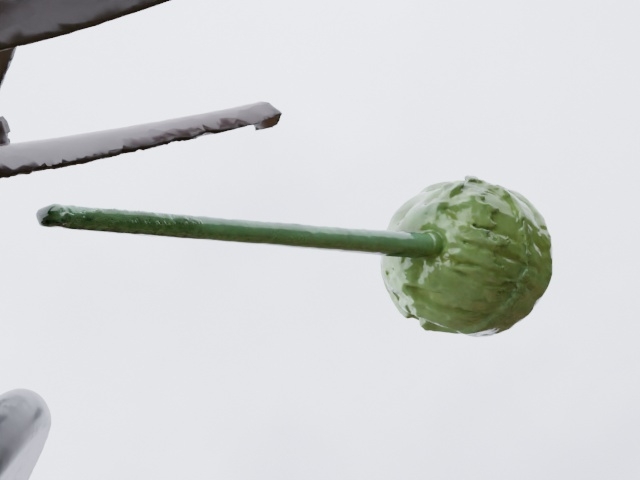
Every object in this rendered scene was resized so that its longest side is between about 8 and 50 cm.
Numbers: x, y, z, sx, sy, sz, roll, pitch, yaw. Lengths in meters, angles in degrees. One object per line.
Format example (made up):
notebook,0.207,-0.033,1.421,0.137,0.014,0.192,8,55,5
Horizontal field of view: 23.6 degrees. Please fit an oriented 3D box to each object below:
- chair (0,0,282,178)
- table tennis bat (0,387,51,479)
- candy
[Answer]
chair,-0.153,-0.080,0.468,0.326,0.183,0.176,-29,-25,-47
table tennis bat,-0.126,0.128,0.426,0.150,0.027,0.236,-60,2,-40
candy,0.000,0.000,0.744,0.335,0.093,0.092,6,-57,-47
